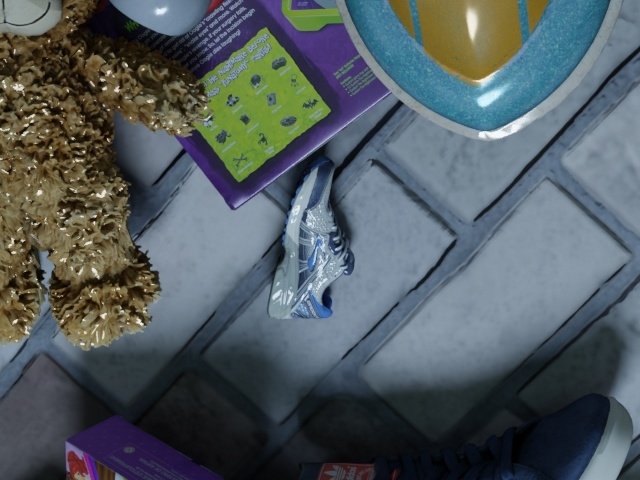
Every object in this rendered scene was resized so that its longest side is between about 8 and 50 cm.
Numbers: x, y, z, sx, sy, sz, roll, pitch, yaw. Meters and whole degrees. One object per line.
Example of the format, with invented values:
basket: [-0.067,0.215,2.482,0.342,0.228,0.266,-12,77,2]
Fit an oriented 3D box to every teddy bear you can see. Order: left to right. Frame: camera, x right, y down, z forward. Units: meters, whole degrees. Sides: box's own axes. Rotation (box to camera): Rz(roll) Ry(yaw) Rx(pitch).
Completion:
teddy bear: [-0.209,-0.074,0.945,0.245,0.113,0.338,18,109,6]

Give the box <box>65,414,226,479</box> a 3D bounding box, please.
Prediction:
box: [-0.112,0.306,1.049,0.201,0.057,0.293,23,122,36]

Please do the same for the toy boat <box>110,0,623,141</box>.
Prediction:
toy boat: [0.031,-0.182,0.834,0.318,0.148,0.267,-7,105,15]

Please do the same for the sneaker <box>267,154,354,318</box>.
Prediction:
sneaker: [0.000,0.000,1.002,0.058,0.052,0.135,12,117,0]

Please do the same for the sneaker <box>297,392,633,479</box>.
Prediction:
sneaker: [0.065,0.201,0.997,0.350,0.131,0.148,-41,97,21]

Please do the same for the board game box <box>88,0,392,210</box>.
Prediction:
board game box: [0.007,-0.201,0.937,0.347,0.056,0.208,-36,100,21]

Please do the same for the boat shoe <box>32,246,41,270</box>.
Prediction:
boat shoe: [-0.304,-0.036,1.051,0.073,0.080,0.223,3,133,55]
